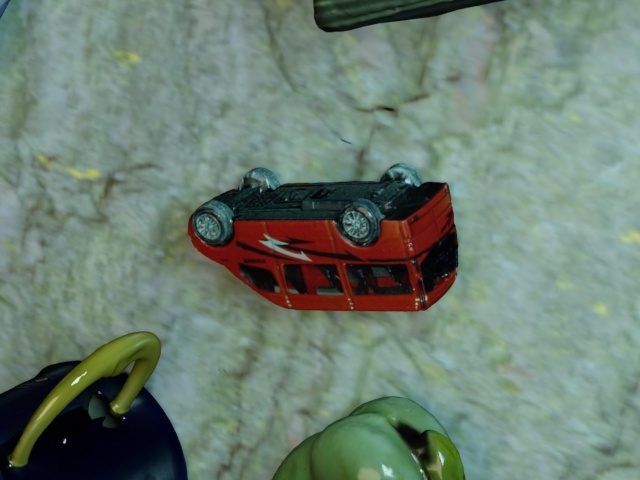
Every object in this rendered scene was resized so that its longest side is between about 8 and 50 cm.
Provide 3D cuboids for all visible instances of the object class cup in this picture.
[{"bbox_3d":[-0.241,0.173,1.418,0.178,0.256,0.255,17,111,26],"label":"cup"}]

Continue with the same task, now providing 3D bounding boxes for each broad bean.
[{"bbox_3d":[0.035,0.218,1.366,0.169,0.100,0.228,51,132,12],"label":"broad bean"}]

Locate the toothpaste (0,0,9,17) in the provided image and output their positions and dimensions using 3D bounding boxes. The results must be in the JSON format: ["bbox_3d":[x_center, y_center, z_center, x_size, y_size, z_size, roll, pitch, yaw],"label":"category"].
[{"bbox_3d":[-0.247,-0.267,1.407,0.125,0.080,0.371,36,112,18],"label":"toothpaste"}]

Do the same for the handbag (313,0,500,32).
[{"bbox_3d":[0.138,-0.266,1.064,0.340,0.247,0.240,-6,101,47],"label":"handbag"}]

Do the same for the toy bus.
[{"bbox_3d":[0.000,0.000,1.331,0.195,0.081,0.089,0,113,30],"label":"toy bus"}]
